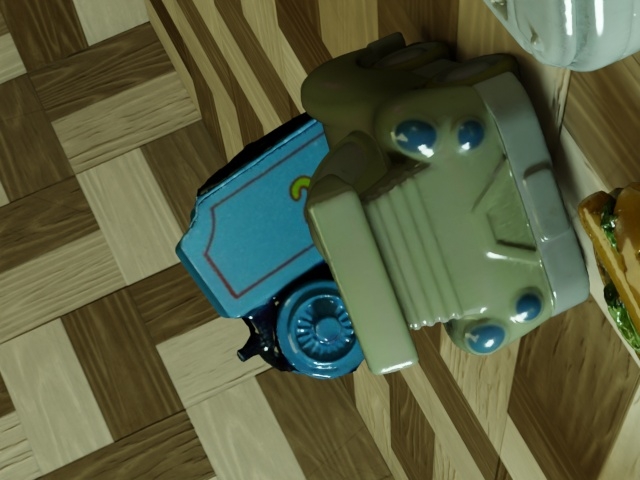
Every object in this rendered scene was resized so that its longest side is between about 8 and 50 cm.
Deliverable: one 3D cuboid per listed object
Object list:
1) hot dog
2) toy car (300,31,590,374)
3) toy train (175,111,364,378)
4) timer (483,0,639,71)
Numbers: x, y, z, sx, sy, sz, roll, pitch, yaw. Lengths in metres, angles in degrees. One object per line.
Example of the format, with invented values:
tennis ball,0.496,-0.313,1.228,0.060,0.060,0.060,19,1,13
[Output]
hot dog,0.256,0.075,0.960,0.249,0.068,0.100,65,170,2
toy car,0.074,-0.034,1.215,0.242,0.226,0.336,68,169,-18
toy train,0.000,0.000,1.491,0.265,0.300,0.188,55,171,-3
timer,0.124,-0.239,0.831,0.262,0.087,0.237,77,166,-50
